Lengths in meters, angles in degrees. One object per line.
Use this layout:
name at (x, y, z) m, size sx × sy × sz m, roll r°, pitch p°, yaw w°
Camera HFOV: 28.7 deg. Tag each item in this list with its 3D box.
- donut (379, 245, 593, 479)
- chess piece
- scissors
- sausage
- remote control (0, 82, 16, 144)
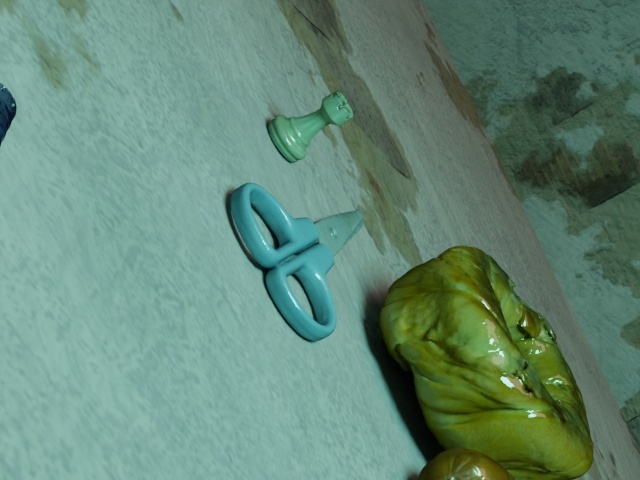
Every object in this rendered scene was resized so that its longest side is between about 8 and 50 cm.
donut at (0.214, 0.167, 1.628) m, size 0.360 × 0.170 × 0.360 m, roll 50°, pitch 18°, yaw -23°
chess piece at (-0.010, -0.153, 1.635) m, size 0.067 × 0.103 × 0.067 m, roll 52°, pitch 19°, yaw -26°
scissors at (0.000, 0.000, 1.538) m, size 0.193 × 0.029 × 0.447 m, roll 60°, pitch 17°, yaw 0°
sausage at (0.206, 0.329, 1.467) m, size 0.270 × 0.108 × 0.109 m, roll 49°, pitch 20°, yaw -36°
remote control at (-0.257, -0.078, 0.930) m, size 0.152 × 0.027 × 0.044 m, roll -88°, pitch 152°, yaw -58°
